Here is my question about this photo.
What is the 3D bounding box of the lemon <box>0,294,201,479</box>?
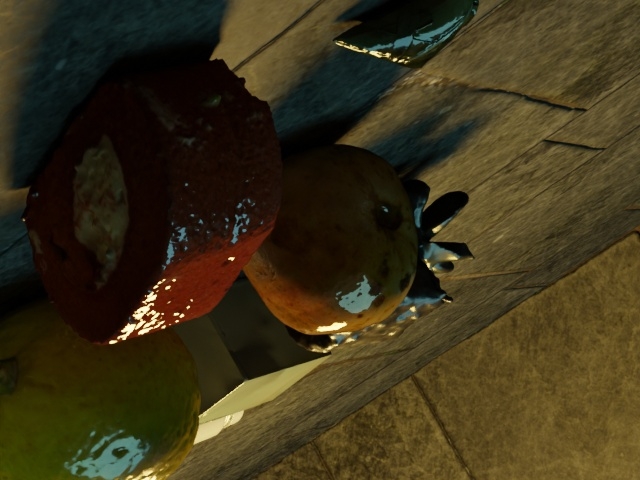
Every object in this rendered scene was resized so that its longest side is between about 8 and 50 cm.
[{"bbox_3d":[-0.262,0.175,1.766,0.267,0.267,0.267,-28,167,-7],"label":"lemon"}]

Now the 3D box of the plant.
[{"bbox_3d":[0.079,0.035,2.105,0.276,0.188,0.199,-21,165,-34],"label":"plant"}]

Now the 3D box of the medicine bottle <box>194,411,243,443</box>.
[{"bbox_3d":[-0.219,0.277,2.554,0.187,0.103,0.103,-18,162,-43],"label":"medicine bottle"}]

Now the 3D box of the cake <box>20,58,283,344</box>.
[{"bbox_3d":[-0.146,-0.028,1.413,0.151,0.177,0.283,-18,161,-43],"label":"cake"}]

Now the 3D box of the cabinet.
[{"bbox_3d":[-0.122,0.149,2.191,0.150,0.145,0.206,-39,164,32],"label":"cabinet"}]

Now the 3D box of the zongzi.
[{"bbox_3d":[0.085,-0.211,1.512,0.119,0.055,0.109,4,143,-48],"label":"zongzi"}]

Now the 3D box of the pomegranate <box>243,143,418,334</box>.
[{"bbox_3d":[0.000,0.000,1.789,0.215,0.215,0.215,-28,167,-7],"label":"pomegranate"}]
